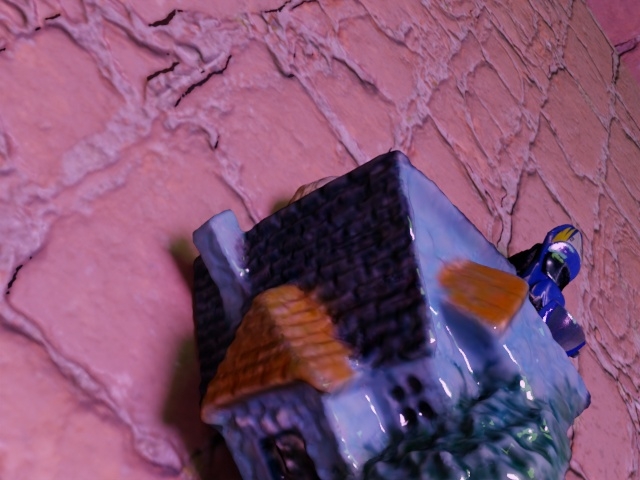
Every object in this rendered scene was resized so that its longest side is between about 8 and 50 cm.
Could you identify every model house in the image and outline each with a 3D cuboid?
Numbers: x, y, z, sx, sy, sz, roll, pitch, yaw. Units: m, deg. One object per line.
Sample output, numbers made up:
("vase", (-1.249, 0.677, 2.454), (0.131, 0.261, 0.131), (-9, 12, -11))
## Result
("model house", (0.011, 0.069, 0.501), (0.226, 0.261, 0.241), (-28, 91, -52))

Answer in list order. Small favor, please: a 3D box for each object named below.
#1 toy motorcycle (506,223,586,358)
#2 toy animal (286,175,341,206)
("toy motorcycle", (0.232, 0.081, 0.820), (0.113, 0.169, 0.315), (52, 40, -10))
("toy animal", (0.000, 0.000, 0.691), (0.098, 0.137, 0.098), (34, 5, -3))
